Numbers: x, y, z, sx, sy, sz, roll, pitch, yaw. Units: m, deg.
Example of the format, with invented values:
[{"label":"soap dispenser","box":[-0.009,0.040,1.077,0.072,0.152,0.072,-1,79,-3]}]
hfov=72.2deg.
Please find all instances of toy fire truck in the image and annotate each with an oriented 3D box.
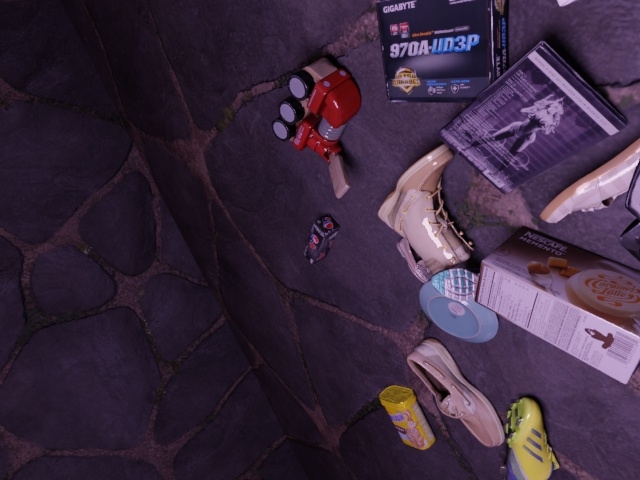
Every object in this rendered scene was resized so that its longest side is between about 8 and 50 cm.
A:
[{"label":"toy fire truck","box":[0.019,-0.244,0.987,0.246,0.158,0.217,44,147,4]}]

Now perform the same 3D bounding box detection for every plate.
[{"label":"plate","box":[0.303,0.166,0.987,0.188,0.024,0.188,30,144,25]}]

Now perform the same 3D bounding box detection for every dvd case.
[{"label":"dvd case","box":[0.310,-0.173,0.679,0.164,0.018,0.221,40,150,-6]}]

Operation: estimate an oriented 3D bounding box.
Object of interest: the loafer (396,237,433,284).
[{"label":"loafer","box":[0.225,0.044,1.015,0.125,0.045,0.039,55,142,14]}]

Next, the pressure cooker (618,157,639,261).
[{"label":"pressure cooker","box":[0.471,-0.009,0.304,0.370,0.375,0.420,-44,73,14]}]

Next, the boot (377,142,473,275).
[{"label":"boot","box":[0.233,-0.050,0.869,0.203,0.095,0.262,52,150,14]}]

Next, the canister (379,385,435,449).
[{"label":"canister","box":[0.267,0.542,1.345,0.126,0.073,0.170,-15,104,59]}]

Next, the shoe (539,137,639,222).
[{"label":"shoe","box":[0.405,-0.076,0.617,0.058,0.077,0.219,57,148,14]}]

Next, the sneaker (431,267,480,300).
[{"label":"sneaker","box":[0.282,0.083,0.864,0.076,0.167,0.065,-175,89,-68]}]

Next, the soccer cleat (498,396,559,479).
[{"label":"soccer cleat","box":[0.476,0.464,0.988,0.121,0.093,0.289,5,120,18]}]

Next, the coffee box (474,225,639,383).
[{"label":"coffee box","box":[0.399,0.089,0.705,0.246,0.141,0.098,32,140,40]}]

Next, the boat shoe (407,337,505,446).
[{"label":"boat shoe","box":[0.332,0.394,1.098,0.302,0.098,0.109,54,149,9]}]

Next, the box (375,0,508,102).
[{"label":"box","box":[0.199,-0.323,0.731,0.220,0.051,0.175,21,132,46]}]

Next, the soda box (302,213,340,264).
[{"label":"soda box","box":[0.000,0.000,1.286,0.053,0.060,0.169,50,149,18]}]

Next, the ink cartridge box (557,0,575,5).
[{"label":"ink cartridge box","box":[0.270,-0.396,0.419,0.117,0.201,0.278,-19,100,60]}]
